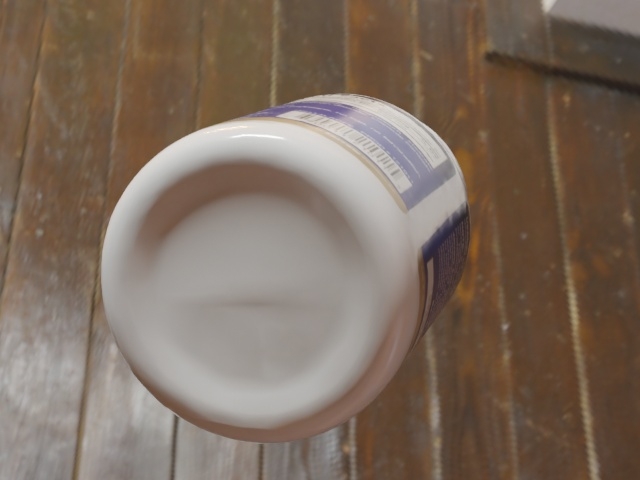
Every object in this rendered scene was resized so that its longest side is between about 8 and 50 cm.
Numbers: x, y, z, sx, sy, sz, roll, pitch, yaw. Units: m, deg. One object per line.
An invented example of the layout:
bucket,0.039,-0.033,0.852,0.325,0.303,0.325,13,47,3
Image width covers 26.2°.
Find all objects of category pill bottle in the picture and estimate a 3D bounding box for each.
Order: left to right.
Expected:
pill bottle,0.000,0.000,0.743,0.153,0.153,0.264,39,17,6
